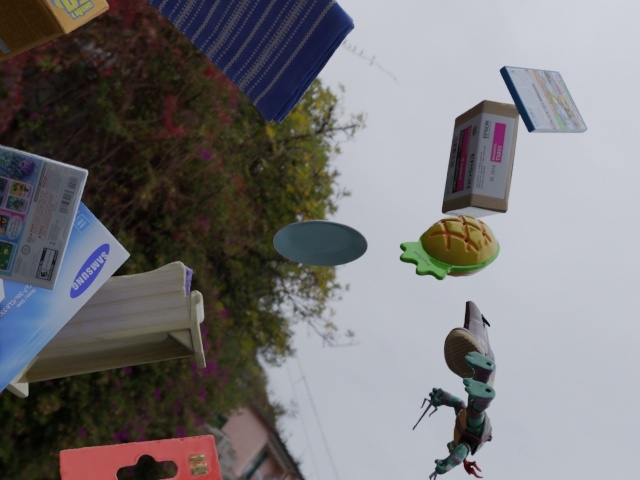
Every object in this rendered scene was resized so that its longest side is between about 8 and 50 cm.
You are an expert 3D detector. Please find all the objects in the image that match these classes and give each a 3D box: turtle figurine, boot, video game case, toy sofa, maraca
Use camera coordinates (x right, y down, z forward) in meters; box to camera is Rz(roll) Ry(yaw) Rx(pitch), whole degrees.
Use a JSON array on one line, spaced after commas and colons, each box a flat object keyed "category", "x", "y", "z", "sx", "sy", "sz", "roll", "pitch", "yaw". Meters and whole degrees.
[{"category": "turtle figurine", "x": 0.249, "y": 0.324, "z": 1.317, "sx": 0.118, "sy": 0.175, "sz": 0.234, "roll": 8, "pitch": -59, "yaw": -11}, {"category": "boot", "x": 0.343, "y": 0.222, "z": 1.725, "sx": 0.090, "sy": 0.206, "sz": 0.248, "roll": -16, "pitch": -47, "yaw": 20}, {"category": "video game case", "x": -0.371, "y": -0.031, "z": 0.887, "sx": 0.143, "sy": 0.157, "sz": 0.019, "roll": 16, "pitch": 9, "yaw": -19}, {"category": "toy sofa", "x": -0.394, "y": 0.164, "z": 1.354, "sx": 0.150, "sy": 0.363, "sz": 0.177, "roll": 107, "pitch": -27, "yaw": -67}, {"category": "maraca", "x": 0.220, "y": 0.015, "z": 1.254, "sx": 0.127, "sy": 0.186, "sz": 0.099, "roll": 40, "pitch": -41, "yaw": 42}, {"category": "video game case", "x": 0.372, "y": -0.232, "z": 1.226, "sx": 0.015, "sy": 0.166, "sz": 0.119, "roll": -36, "pitch": -111, "yaw": 45}]

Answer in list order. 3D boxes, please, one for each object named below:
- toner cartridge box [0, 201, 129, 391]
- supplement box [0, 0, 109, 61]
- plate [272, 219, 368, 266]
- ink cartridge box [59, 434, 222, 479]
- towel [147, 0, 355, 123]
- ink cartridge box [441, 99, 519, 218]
[{"category": "toner cartridge box", "x": -0.477, "y": 0.087, "z": 1.147, "sx": 0.075, "sy": 0.348, "sz": 0.165, "roll": -3, "pitch": -48, "yaw": 49}, {"category": "supplement box", "x": -0.364, "y": -0.286, "z": 0.931, "sx": 0.233, "sy": 0.078, "sz": 0.080, "roll": 1, "pitch": -51, "yaw": 49}, {"category": "plate", "x": 0.000, "y": 0.000, "z": 1.459, "sx": 0.188, "sy": 0.024, "sz": 0.188, "roll": 2, "pitch": -28, "yaw": 1}, {"category": "ink cartridge box", "x": -0.187, "y": 0.461, "z": 1.031, "sx": 0.091, "sy": 0.308, "sz": 0.385, "roll": -28, "pitch": -113, "yaw": 29}, {"category": "towel", "x": -0.129, "y": -0.359, "z": 1.120, "sx": 0.336, "sy": 0.040, "sz": 0.243, "roll": 43, "pitch": -45, "yaw": -3}, {"category": "ink cartridge box", "x": 0.349, "y": -0.172, "z": 1.626, "sx": 0.088, "sy": 0.234, "sz": 0.193, "roll": 10, "pitch": -5, "yaw": -8}]
